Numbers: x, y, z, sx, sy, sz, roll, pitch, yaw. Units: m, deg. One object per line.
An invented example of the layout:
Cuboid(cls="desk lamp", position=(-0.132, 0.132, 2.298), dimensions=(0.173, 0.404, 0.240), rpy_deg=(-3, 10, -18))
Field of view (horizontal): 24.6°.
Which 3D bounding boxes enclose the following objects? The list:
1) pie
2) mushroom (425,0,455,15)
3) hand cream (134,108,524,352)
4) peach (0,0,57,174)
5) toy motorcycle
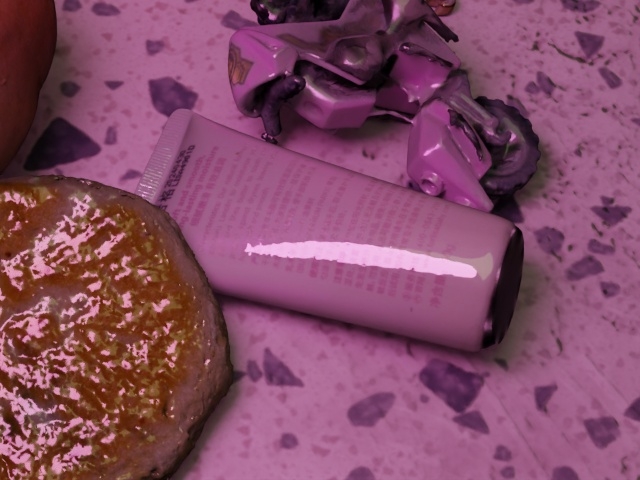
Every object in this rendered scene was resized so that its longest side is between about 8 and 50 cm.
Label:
Cuboid(cls="pie", position=(-0.232, 0.091, 1.206), dimensions=(0.323, 0.070, 0.323), rpy_deg=(2, 80, -13))
Cuboid(cls="mushroom", position=(0.087, -0.244, 1.493), dimensions=(0.101, 0.019, 0.049), rpy_deg=(1, 59, -3))
Cuboid(cls="hand cream", position=(0.000, 0.000, 1.305), dimensions=(0.359, 0.118, 0.185), rpy_deg=(16, 65, 12))
Cuboid(cls="peach", position=(-0.351, -0.162, 1.252), dimensions=(0.247, 0.292, 0.292), rpy_deg=(37, 62, -2))
Cuboid(cls="toy motorcycle", position=(0.044, -0.132, 1.359), dimensions=(0.327, 0.143, 0.188), rpy_deg=(40, 61, 3))
